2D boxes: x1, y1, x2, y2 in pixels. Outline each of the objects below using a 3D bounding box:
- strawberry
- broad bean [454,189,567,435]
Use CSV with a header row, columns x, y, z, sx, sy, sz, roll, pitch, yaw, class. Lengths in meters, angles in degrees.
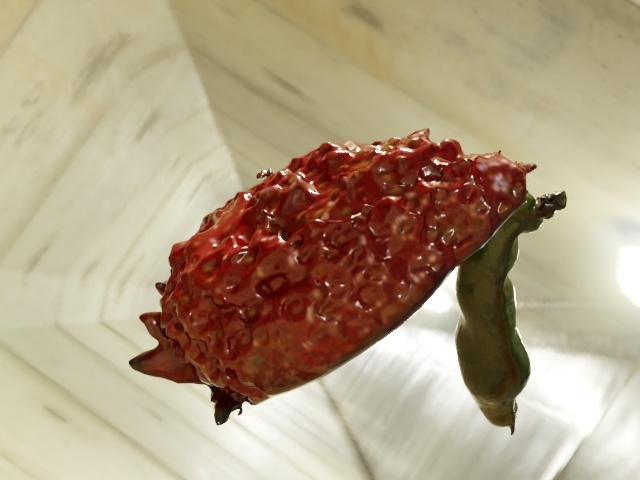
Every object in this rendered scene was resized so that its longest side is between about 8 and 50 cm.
x,y,z,sx,sy,sz,roll,pitch,yaw,class
-0.002,0.007,0.646,0.228,0.098,0.174,-26,20,43,strawberry
0.117,0.050,0.766,0.046,0.061,0.195,-74,-8,-60,broad bean
